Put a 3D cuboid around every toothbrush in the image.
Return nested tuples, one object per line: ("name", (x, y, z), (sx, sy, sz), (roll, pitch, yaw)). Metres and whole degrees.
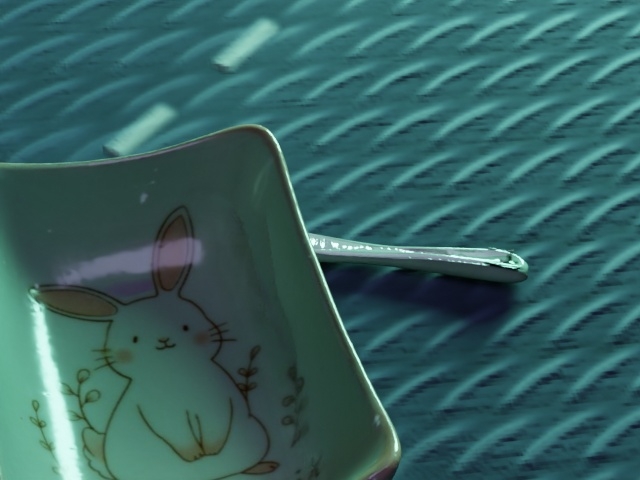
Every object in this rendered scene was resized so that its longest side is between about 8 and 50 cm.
("toothbrush", (0.000, 0.000, 0.749), (0.204, 0.022, 0.017), (7, 38, -3))

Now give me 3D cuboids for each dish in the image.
("dish", (-0.067, 0.052, 0.652), (0.151, 0.077, 0.212), (-10, 46, -13))
